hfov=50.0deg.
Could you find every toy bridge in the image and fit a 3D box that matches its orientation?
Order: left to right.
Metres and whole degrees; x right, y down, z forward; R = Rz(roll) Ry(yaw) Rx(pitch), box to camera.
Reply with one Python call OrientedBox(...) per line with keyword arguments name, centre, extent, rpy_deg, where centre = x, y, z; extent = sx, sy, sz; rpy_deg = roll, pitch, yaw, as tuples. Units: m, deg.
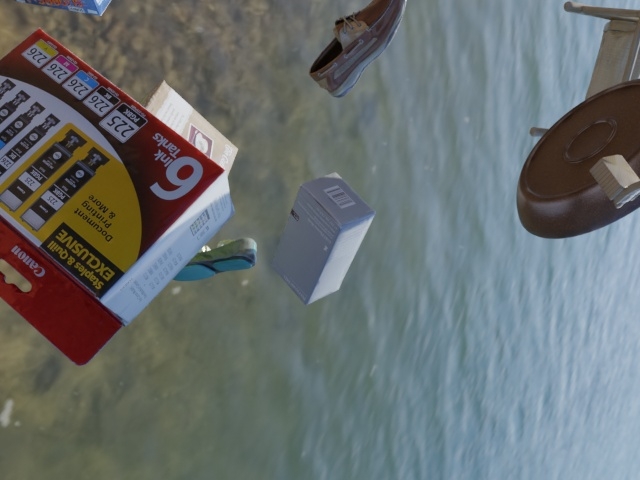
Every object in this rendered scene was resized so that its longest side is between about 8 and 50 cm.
OrientedBox(name="toy bridge", centre=(0.252, -0.077, 0.443), extent=(0.026, 0.063, 0.188), rpy_deg=(-12, 152, -28))

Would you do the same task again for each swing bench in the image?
OrientedBox(name="swing bench", centre=(0.561, -0.304, 1.308), extent=(0.255, 0.165, 0.253), rpy_deg=(-8, 115, -43))

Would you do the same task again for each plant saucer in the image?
OrientedBox(name="plant saucer", centre=(0.410, -0.135, 1.019), extent=(0.050, 0.311, 0.310), rpy_deg=(41, 68, -19))

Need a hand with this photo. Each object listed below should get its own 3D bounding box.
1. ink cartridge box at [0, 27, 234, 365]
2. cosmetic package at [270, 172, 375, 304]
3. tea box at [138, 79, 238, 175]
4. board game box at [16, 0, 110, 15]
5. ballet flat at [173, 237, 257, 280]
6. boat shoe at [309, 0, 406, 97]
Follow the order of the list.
OrientedBox(name="ink cartridge box", centre=(-0.309, -0.052, 0.822), extent=(0.272, 0.309, 0.130), rpy_deg=(-50, 168, -17))
OrientedBox(name="cosmetic package", centre=(0.000, 0.000, 1.339), extent=(0.107, 0.127, 0.238), rpy_deg=(-22, 148, -40))
OrientedBox(name="tea box", centre=(-0.372, -0.082, 1.359), extent=(0.220, 0.323, 0.329), rpy_deg=(43, 33, -25))
OrientedBox(name="board game box", centre=(-0.326, -0.403, 0.958), extent=(0.035, 0.136, 0.201), rpy_deg=(82, 25, -59))
OrientedBox(name="ballet flat", centre=(-0.225, 0.038, 1.446), extent=(0.072, 0.213, 0.068), rpy_deg=(46, 40, -50))
OrientedBox(name="boat shoe", centre=(0.088, -0.501, 1.696), extent=(0.116, 0.123, 0.324), rpy_deg=(23, 121, -28))
